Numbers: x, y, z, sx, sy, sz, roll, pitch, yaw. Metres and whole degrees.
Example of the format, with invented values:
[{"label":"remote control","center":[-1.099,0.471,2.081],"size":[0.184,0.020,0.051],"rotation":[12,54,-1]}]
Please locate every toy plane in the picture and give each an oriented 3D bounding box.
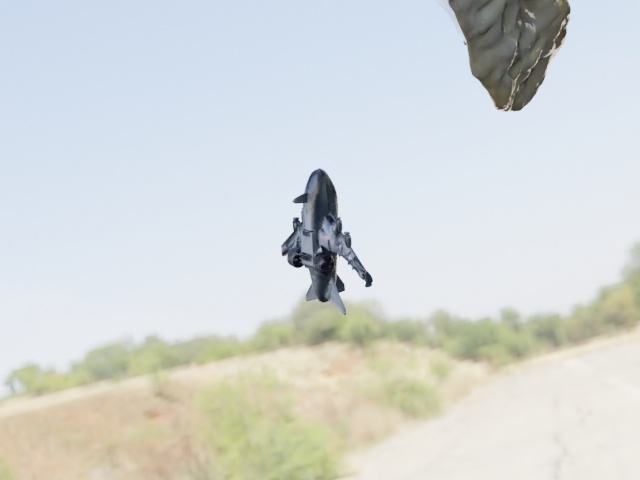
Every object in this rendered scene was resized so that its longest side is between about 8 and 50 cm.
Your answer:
[{"label":"toy plane","center":[0.000,0.000,0.895],"size":[0.031,0.083,0.078],"rotation":[-23,25,-35]}]

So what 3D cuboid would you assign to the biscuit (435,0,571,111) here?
[{"label":"biscuit","center":[0.011,-0.312,0.858],"size":[0.104,0.446,0.429],"rotation":[-30,-44,2]}]
